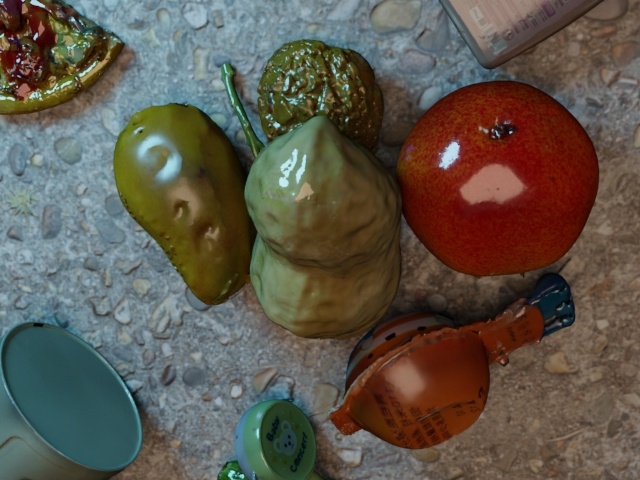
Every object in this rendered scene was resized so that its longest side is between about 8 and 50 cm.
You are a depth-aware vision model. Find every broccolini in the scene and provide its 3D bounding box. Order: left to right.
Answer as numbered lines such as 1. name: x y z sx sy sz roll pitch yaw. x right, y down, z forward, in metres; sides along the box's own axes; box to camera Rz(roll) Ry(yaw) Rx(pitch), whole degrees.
1. broccolini: -0.075 -0.123 1.242 0.054 0.052 0.194 -21 103 9

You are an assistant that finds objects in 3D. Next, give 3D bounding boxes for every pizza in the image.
1. pizza: -0.362 -0.247 1.238 0.201 0.053 0.193 -30 101 16

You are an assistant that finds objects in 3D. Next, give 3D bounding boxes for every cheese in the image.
1. cheese: 0.161 0.149 1.251 0.329 0.129 0.217 -30 146 3

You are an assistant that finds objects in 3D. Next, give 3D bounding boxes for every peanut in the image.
1. peanut: 0.000 0.000 1.127 0.170 0.387 0.192 26 67 17

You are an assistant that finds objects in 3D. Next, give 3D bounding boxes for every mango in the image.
1. mango: -0.154 -0.043 1.224 0.156 0.151 0.248 -22 102 -21

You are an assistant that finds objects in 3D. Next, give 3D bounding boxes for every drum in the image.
1. drum: -0.012 0.297 1.366 0.049 0.130 0.253 -23 134 37

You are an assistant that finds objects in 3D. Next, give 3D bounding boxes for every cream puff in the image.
1. cream puff: 0.000 -0.152 1.188 0.165 0.115 0.150 41 112 -7

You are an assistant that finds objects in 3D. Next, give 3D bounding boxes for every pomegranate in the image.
1. pomegranate: 0.195 -0.057 1.152 0.221 0.221 0.256 1 140 7

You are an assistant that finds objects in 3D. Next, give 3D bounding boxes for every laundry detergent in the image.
1. laundry detergent: 0.239 -0.316 1.125 0.237 0.076 0.171 -33 100 16

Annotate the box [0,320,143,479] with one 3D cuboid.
1. box: -0.358 0.237 1.301 0.149 0.226 0.226 -42 98 17

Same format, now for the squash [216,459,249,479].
1. squash: -0.052 0.378 1.389 0.077 0.068 0.219 -40 98 5
